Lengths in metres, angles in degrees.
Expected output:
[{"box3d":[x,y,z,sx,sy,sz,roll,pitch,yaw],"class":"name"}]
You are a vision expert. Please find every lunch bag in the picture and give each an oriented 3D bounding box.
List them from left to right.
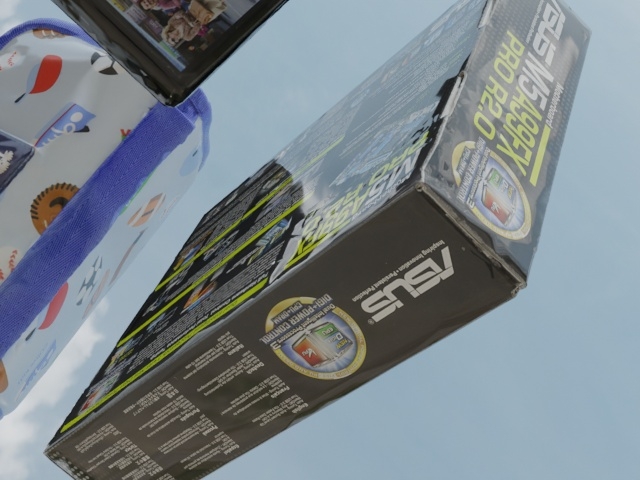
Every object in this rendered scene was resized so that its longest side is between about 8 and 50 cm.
[{"box3d":[-0.282,-0.014,1.008,0.239,0.385,0.328,44,-110,-21],"class":"lunch bag"}]

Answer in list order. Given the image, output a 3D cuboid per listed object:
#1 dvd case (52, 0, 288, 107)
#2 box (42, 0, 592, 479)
[{"box3d":[-0.060,-0.196,0.532,0.180,0.253,0.022,44,-36,-6],"class":"dvd case"},{"box3d":[0.000,0.000,0.549,0.060,0.216,0.270,43,-52,-14],"class":"box"}]
